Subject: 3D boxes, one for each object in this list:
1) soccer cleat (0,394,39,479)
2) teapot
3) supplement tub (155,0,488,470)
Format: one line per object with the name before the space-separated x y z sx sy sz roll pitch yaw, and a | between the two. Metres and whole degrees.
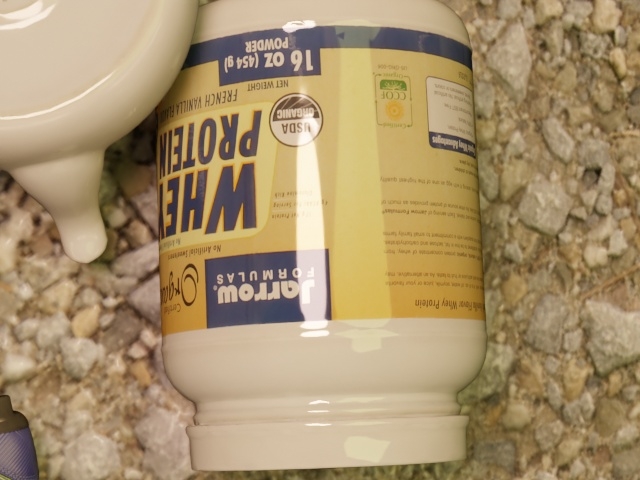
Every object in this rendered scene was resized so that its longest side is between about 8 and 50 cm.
soccer cleat | -0.306 0.170 0.956 0.289 0.093 0.121 -8 94 -33
teapot | -0.195 -0.160 1.028 0.252 0.187 0.256 32 83 3
supplement tub | 0.000 0.000 1.097 0.228 0.228 0.316 2 81 -33
